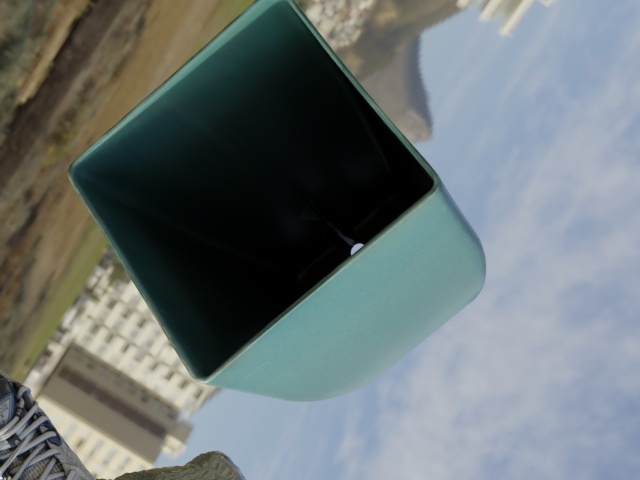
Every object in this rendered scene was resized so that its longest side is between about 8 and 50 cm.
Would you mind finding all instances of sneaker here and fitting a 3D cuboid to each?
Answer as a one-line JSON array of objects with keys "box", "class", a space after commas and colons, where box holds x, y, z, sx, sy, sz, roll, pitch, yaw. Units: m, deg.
[{"box": [-0.133, 0.093, 0.518, 0.052, 0.135, 0.058, -34, 135, -24], "class": "sneaker"}]

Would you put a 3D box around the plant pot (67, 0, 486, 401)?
[{"box": [0.000, 0.000, 0.750, 0.165, 0.165, 0.234, -40, 152, 6], "class": "plant pot"}]

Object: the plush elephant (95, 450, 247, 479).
[{"box": [-0.175, 0.323, 0.889, 0.255, 0.330, 0.272, -56, -130, 15], "class": "plush elephant"}]
